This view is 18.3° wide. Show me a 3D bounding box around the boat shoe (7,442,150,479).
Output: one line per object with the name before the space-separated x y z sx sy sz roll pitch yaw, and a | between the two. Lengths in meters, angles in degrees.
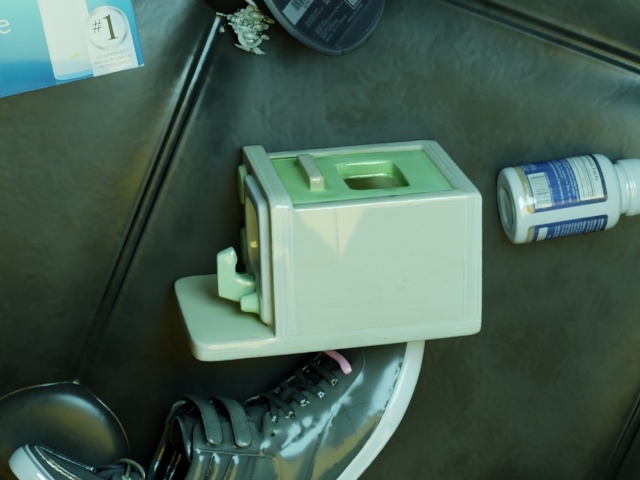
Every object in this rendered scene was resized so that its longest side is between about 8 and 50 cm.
boat shoe | -0.161 0.226 1.703 0.228 0.080 0.076 38 92 -22

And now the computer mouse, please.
computer mouse | -0.037 -0.278 1.562 0.262 0.060 0.184 36 80 -25

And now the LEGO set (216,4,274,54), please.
LEGO set | -0.062 -0.185 1.602 0.054 0.023 0.083 -42 112 5

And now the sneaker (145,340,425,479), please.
sneaker | -0.034 0.145 1.663 0.147 0.104 0.295 34 90 -28

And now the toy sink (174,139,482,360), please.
toy sink | 0.000 0.000 1.614 0.234 0.153 0.131 -5 110 -9

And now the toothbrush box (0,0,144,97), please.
toothbrush box | -0.269 -0.259 1.477 0.216 0.126 0.295 -13 110 -7

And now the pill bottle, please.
pill bottle | 0.216 -0.038 1.691 0.120 0.067 0.067 -9 111 -9
